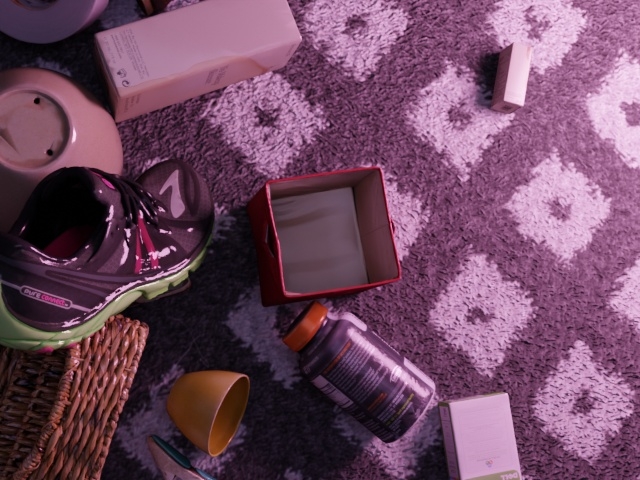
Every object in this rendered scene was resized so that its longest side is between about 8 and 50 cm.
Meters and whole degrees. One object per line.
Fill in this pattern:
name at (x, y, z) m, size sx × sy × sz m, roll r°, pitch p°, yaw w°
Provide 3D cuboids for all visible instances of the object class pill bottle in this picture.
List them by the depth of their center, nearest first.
pill bottle at (0.056, 0.205, 1.568) m, size 0.245 × 0.130 × 0.130 m, roll 40°, pitch 75°, yaw -5°

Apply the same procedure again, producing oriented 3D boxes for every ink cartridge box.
ink cartridge box at (0.271, 0.367, 1.630) m, size 0.109 × 0.062 × 0.209 m, roll -7°, pitch 84°, yaw -14°

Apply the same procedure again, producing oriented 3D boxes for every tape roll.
tape roll at (-0.438, -0.423, 1.516) m, size 0.219 × 0.072 × 0.219 m, roll 3°, pitch 110°, yaw 8°

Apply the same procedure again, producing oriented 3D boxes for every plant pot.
plant pot at (-0.440, -0.144, 1.471) m, size 0.284 × 0.191 × 0.284 m, roll 2°, pitch 82°, yaw -13°
plant pot at (-0.183, 0.257, 1.514) m, size 0.095 × 0.134 × 0.134 m, roll 19°, pitch 76°, yaw 16°

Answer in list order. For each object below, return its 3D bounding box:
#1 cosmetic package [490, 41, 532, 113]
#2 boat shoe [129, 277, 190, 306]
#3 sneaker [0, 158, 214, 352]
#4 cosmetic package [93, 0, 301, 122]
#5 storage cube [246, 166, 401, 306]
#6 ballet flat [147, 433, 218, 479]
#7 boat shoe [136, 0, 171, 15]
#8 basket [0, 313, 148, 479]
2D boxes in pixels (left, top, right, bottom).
cosmetic package at (0.345, -0.293, 1.751) m, size 0.041 × 0.060 × 0.115 m, roll 14°, pitch 80°, yaw -12°
boat shoe at (-0.276, 0.077, 1.553) m, size 0.137 × 0.043 × 0.049 m, roll -8°, pitch 85°, yaw -13°
sneaker at (-0.295, -0.021, 1.386) m, size 0.185 × 0.483 × 0.202 m, roll 14°, pitch 119°, yaw 18°
cosmetic package at (-0.203, -0.306, 1.570) m, size 0.309 × 0.160 × 0.113 m, roll -20°, pitch 88°, yaw -15°
storage cube at (0.000, 0.000, 1.554) m, size 0.215 × 0.193 × 0.184 m, roll -8°, pitch 84°, yaw -16°
ballet flat at (-0.213, 0.371, 1.518) m, size 0.168 × 0.057 × 0.052 m, roll 37°, pitch 85°, yaw -5°
boat shoe at (-0.281, -0.450, 1.554) m, size 0.073 × 0.207 × 0.073 m, roll -30°, pitch 68°, yaw -8°
basket at (-0.401, 0.231, 1.411) m, size 0.223 × 0.213 × 0.299 m, roll 21°, pitch 77°, yaw -11°
